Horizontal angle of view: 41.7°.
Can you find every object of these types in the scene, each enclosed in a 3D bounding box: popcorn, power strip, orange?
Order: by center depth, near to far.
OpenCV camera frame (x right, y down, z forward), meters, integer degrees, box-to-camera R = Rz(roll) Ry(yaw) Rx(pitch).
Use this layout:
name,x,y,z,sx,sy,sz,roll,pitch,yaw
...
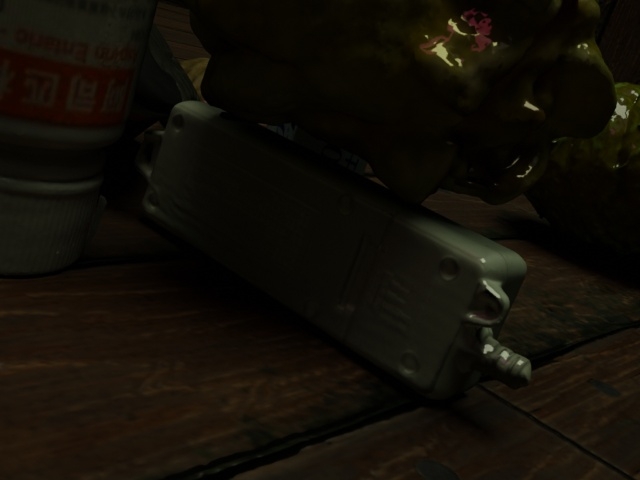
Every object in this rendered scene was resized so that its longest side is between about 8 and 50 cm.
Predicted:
name,x,y,z,sx,sy,sz,roll,pitch,yaw
popcorn,0.051,-0.141,0.530,0.286,0.215,0.252,10,12,-41
power strip,0.000,0.000,0.560,0.338,0.098,0.058,30,16,33
orange,0.387,-0.079,1.043,0.301,0.223,0.300,10,-3,18

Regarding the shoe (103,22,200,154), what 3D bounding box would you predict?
name,x,y,z,sx,sy,sz,roll,pitch,yaw
shoe,-0.187,-0.128,0.728,0.114,0.137,0.291,58,3,-15

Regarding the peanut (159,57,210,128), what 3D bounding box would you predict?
name,x,y,z,sx,sy,sz,roll,pitch,yaw
peanut,-0.130,-0.155,0.929,0.108,0.095,0.226,18,15,-17

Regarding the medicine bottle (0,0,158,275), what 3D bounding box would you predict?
name,x,y,z,sx,sy,sz,roll,pitch,yaw
medicine bottle,-0.170,-0.117,0.475,0.144,0.252,0.144,18,19,-6

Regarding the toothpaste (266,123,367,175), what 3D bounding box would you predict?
name,x,y,z,sx,sy,sz,roll,pitch,yaw
toothpaste,0.030,-0.162,0.694,0.081,0.336,0.067,11,21,-28
